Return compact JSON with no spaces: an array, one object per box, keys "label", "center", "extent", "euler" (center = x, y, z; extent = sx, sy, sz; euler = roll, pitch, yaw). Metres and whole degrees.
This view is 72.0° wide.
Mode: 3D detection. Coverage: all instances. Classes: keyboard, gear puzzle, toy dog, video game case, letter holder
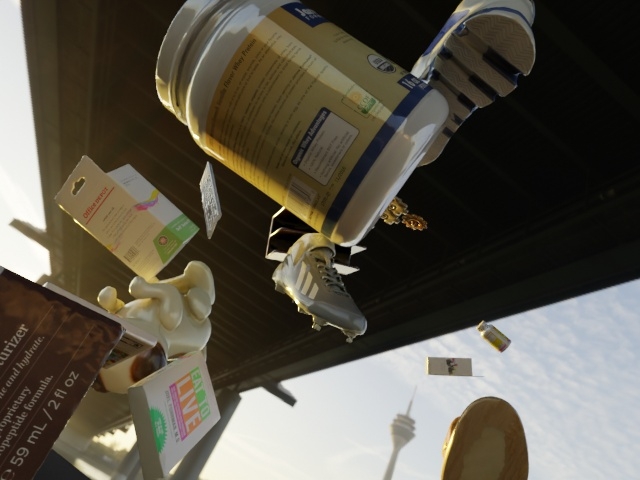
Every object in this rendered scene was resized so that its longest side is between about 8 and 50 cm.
[{"label":"keyboard","center":[-0.274,-0.105,1.079],"extent":[0.014,0.256,0.072],"euler":[18,-62,-31]},{"label":"gear puzzle","center":[0.203,-0.128,1.438],"extent":[0.339,0.044,0.175],"euler":[28,-21,0]},{"label":"toy dog","center":[-0.518,0.288,1.325],"extent":[0.285,0.408,0.394],"euler":[-6,-77,14]},{"label":"video game case","center":[-0.474,0.178,0.871],"extent":[0.207,0.026,0.227],"euler":[-28,-52,34]},{"label":"letter holder","center":[0.000,0.000,1.445],"extent":[0.302,0.151,0.214],"euler":[13,-15,-18]}]

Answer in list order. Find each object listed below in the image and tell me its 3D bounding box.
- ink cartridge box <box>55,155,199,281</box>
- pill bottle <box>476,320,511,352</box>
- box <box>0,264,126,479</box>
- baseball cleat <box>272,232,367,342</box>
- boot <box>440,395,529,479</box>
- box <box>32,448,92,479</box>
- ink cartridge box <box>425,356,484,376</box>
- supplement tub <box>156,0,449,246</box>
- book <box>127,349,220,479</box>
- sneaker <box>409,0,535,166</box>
[{"label":"ink cartridge box","center":[-0.565,-0.075,1.298],"extent":[0.353,0.119,0.207],"euler":[44,-66,-9]},{"label":"pill bottle","center":[0.442,0.245,1.130],"extent":[0.083,0.043,0.043],"euler":[42,-32,16]},{"label":"box","center":[-0.337,0.121,0.430],"extent":[0.203,0.168,0.167],"euler":[33,-29,-18]},{"label":"baseball cleat","center":[0.000,0.047,0.578],"extent":[0.072,0.109,0.206],"euler":[25,0,-37]},{"label":"boot","center":[0.219,0.315,0.649],"extent":[0.104,0.211,0.294],"euler":[2,-77,9]},{"label":"box","center":[-0.735,0.634,1.003],"extent":[0.296,0.294,0.183],"euler":[51,-9,-16]},{"label":"ink cartridge box","center":[0.451,0.429,1.493],"extent":[0.182,0.061,0.104],"euler":[0,-17,9]},{"label":"supplement tub","center":[-0.024,-0.163,0.572],"extent":[0.316,0.228,0.228],"euler":[36,-34,6]},{"label":"book","center":[-0.169,0.193,0.514],"extent":[0.035,0.144,0.096],"euler":[-12,-91,8]},{"label":"sneaker","center":[0.194,-0.241,0.651],"extent":[0.127,0.182,0.316],"euler":[41,-31,-10]}]
